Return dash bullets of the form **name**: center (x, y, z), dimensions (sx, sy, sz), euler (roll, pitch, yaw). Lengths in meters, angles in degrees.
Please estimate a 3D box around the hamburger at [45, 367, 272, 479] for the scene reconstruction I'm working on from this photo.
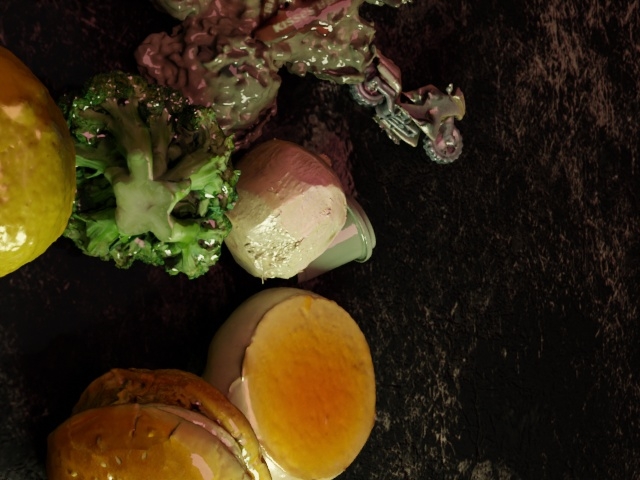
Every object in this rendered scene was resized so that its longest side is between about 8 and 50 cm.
- **hamburger**: center (-0.213, 0.325, 1.599), dimensions (0.170, 0.290, 0.314), euler (-56, 133, -53)

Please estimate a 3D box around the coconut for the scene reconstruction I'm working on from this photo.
- **coconut**: center (-0.053, -0.053, 1.705), dimensions (0.194, 0.194, 0.194), euler (-6, 99, -38)

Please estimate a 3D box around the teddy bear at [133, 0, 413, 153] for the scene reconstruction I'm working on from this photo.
- **teddy bear**: center (-0.080, -0.291, 1.667), dimensions (0.357, 0.224, 0.367), euler (21, 85, -24)

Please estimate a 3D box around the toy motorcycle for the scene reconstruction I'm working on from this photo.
- **toy motorcycle**: center (0.146, -0.224, 1.928), dimensions (0.229, 0.094, 0.129), euler (35, 69, -22)

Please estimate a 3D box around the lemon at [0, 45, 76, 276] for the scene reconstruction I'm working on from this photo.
- **lemon**: center (-0.416, -0.097, 1.391), dimensions (0.268, 0.268, 0.321), euler (-8, 101, -37)

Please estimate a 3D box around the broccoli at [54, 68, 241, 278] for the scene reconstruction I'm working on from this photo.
- **broccoli**: center (-0.228, -0.075, 1.551), dimensions (0.265, 0.245, 0.294), euler (-36, 101, 3)

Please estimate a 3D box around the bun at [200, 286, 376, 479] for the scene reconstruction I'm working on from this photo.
- **bun**: center (-0.066, 0.218, 1.763), dimensions (0.299, 0.165, 0.298), euler (11, 74, -43)

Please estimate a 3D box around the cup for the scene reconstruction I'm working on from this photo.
- **cup**: center (0.000, 0.000, 1.830), dimensions (0.141, 0.120, 0.120), euler (-28, 113, -17)
